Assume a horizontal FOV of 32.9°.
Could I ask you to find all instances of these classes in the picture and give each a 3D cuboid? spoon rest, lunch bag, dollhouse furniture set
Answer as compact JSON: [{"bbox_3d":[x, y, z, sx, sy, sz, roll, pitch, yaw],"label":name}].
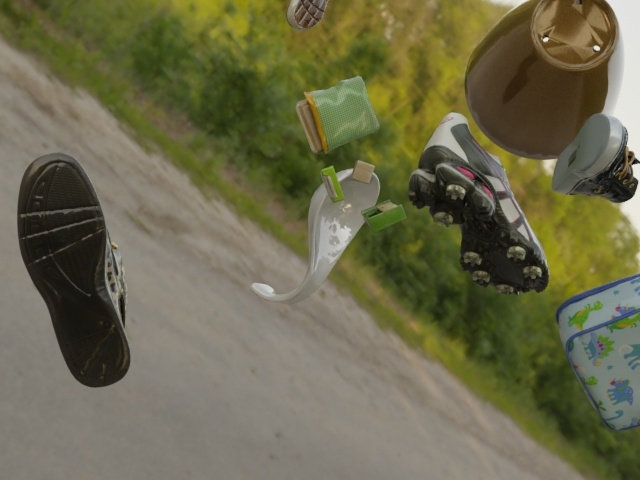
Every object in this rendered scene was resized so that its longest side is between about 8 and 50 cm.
[{"bbox_3d":[0.000,0.000,1.731,0.084,0.276,0.137,47,20,31],"label":"spoon rest"},{"bbox_3d":[0.430,0.150,1.465,0.219,0.176,0.090,55,19,-32],"label":"lunch bag"},{"bbox_3d":[0.034,-0.085,1.084,0.058,0.076,0.152,-136,-155,-81],"label":"dollhouse furniture set"}]

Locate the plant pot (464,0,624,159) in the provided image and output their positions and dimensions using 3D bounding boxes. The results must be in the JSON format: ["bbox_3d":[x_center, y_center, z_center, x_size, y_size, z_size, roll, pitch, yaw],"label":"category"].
[{"bbox_3d":[0.338,-0.257,1.555,0.237,0.237,0.254,52,-4,7],"label":"plant pot"}]

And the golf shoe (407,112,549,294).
[{"bbox_3d":[0.208,-0.035,1.303,0.273,0.105,0.120,50,46,-40],"label":"golf shoe"}]

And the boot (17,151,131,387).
[{"bbox_3d":[-0.401,0.031,1.810,0.284,0.138,0.378,-134,-152,-76],"label":"boot"}]

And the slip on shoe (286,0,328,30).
[{"bbox_3d":[-0.018,-0.312,1.381,0.051,0.041,0.135,62,39,-38],"label":"slip on shoe"}]

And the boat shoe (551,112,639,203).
[{"bbox_3d":[0.320,-0.088,1.191,0.083,0.065,0.183,11,-11,-2],"label":"boat shoe"}]
